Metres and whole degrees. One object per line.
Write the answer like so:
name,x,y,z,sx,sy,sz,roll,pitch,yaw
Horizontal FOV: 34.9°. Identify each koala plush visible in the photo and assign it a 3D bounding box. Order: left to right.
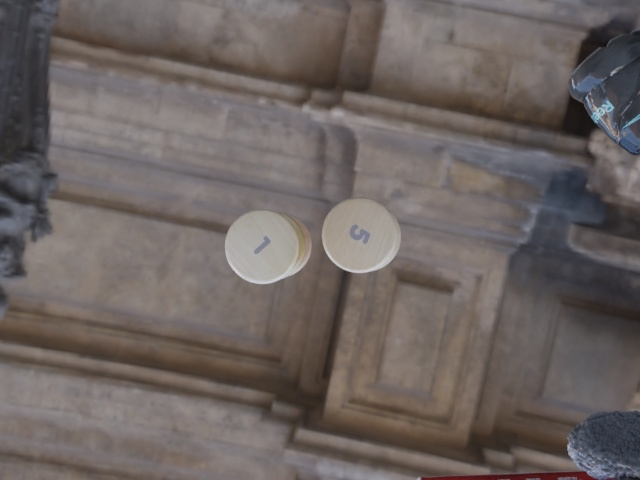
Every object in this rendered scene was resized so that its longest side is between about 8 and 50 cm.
koala plush,0.359,0.272,0.934,0.203,0.196,0.221,-14,141,22

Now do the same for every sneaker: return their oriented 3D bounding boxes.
sneaker,0.375,-0.176,0.985,0.267,0.106,0.101,-29,165,-2

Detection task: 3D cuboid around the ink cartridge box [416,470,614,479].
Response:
ink cartridge box,0.271,0.418,1.208,0.309,0.272,0.130,-2,160,-2

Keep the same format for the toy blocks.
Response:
toy blocks,0.000,0.000,0.775,0.123,0.054,0.148,-6,180,5
